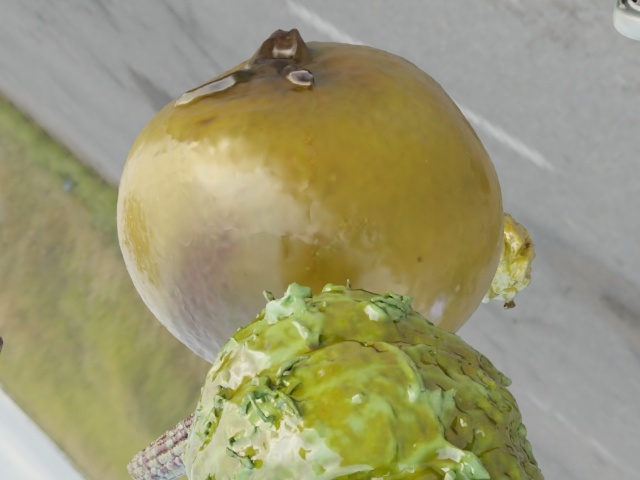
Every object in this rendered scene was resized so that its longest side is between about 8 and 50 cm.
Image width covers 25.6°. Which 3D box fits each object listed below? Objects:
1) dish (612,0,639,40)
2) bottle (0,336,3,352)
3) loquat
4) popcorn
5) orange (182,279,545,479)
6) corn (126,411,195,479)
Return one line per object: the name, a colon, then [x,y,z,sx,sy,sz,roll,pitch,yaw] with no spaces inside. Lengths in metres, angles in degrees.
dish: [0.494,-0.364,2.062,0.141,0.141,0.078,34,153,44]
bottle: [-0.380,0.044,1.296,0.233,0.110,0.110,52,173,26]
loquat: [0.000,0.000,1.216,0.328,0.328,0.360,26,132,60]
popcorn: [0.249,0.025,2.091,0.148,0.167,0.152,-11,105,33]
orange: [0.041,0.167,0.889,0.300,0.223,0.301,71,178,-71]
corn: [-0.196,0.303,2.059,0.079,0.237,0.079,35,-144,-31]
